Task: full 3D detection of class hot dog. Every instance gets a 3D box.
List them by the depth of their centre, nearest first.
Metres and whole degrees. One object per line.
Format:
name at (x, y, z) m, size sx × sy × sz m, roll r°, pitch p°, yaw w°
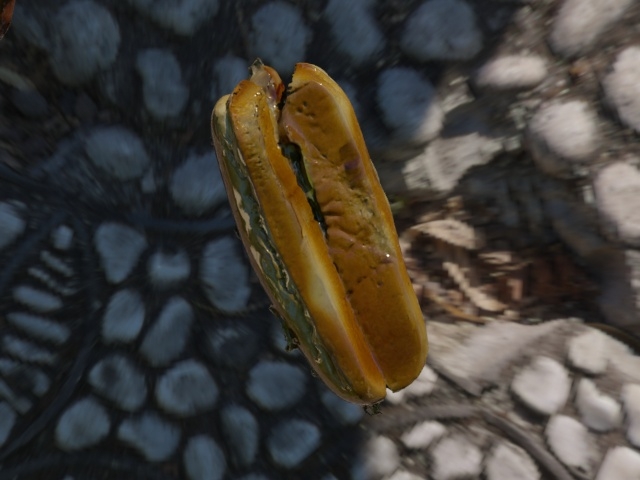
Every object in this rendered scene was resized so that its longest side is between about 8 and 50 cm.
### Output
hot dog at (0.000, 0.000, 1.328) m, size 0.109 × 0.072 × 0.269 m, roll -21°, pitch 96°, yaw -17°

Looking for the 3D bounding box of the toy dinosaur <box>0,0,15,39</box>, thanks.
toy dinosaur at (-0.325, -0.017, 0.894) m, size 0.208 × 0.432 × 0.097 m, roll -21°, pitch 94°, yaw -41°
